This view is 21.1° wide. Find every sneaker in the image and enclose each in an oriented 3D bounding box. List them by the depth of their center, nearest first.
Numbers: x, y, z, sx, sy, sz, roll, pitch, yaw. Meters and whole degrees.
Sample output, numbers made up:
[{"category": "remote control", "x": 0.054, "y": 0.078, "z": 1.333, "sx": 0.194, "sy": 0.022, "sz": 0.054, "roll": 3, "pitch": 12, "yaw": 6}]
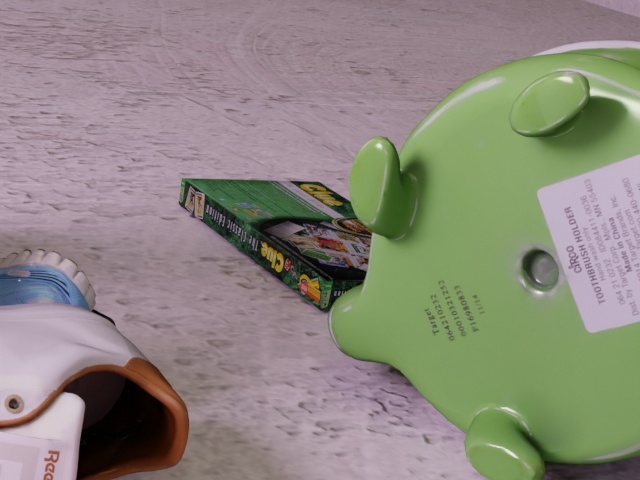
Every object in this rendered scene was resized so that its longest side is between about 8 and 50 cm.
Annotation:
[{"category": "sneaker", "x": -0.185, "y": 0.084, "z": 0.804, "sx": 0.290, "sy": 0.106, "sz": 0.123, "roll": -6, "pitch": 25, "yaw": -42}, {"category": "sneaker", "x": -0.209, "y": 0.049, "z": 0.958, "sx": 0.162, "sy": 0.063, "sz": 0.073, "roll": -9, "pitch": 39, "yaw": 20}]

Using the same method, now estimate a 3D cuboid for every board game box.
[{"category": "board game box", "x": 0.000, "y": 0.000, "z": 1.364, "sx": 0.136, "sy": 0.030, "sz": 0.259, "roll": -1, "pitch": 19, "yaw": -28}]

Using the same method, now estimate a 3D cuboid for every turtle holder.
[{"category": "turtle holder", "x": 0.157, "y": 0.022, "z": 1.045, "sx": 0.243, "sy": 0.320, "sz": 0.227, "roll": 46, "pitch": 36, "yaw": 18}]

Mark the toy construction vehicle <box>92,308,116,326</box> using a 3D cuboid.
[{"category": "toy construction vehicle", "x": -0.171, "y": 0.067, "z": 1.023, "sx": 0.086, "sy": 0.035, "sz": 0.098, "roll": -19, "pitch": 29, "yaw": -40}]
